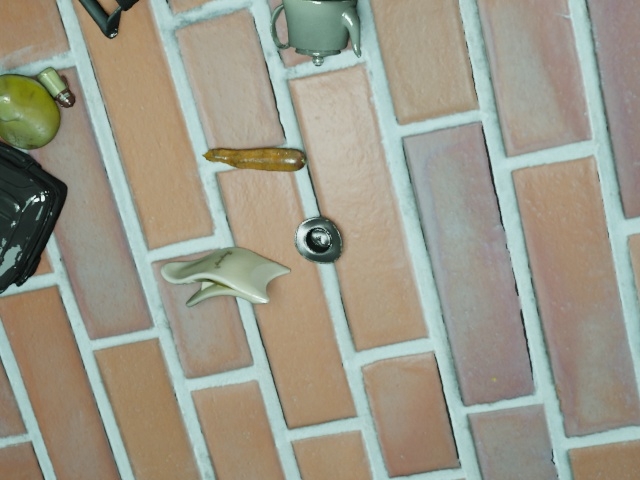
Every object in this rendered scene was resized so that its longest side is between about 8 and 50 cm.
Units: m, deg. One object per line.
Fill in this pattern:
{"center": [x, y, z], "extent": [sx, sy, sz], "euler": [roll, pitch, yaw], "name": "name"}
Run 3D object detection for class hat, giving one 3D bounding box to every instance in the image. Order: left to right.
{"center": [0.000, 0.000, 1.745], "extent": [0.121, 0.050, 0.121], "euler": [2, 100, 11], "name": "hat"}

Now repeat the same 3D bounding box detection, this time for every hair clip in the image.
{"center": [-0.235, 0.084, 1.751], "extent": [0.282, 0.172, 0.113], "euler": [-11, 110, 22], "name": "hair clip"}

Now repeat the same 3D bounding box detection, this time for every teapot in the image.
{"center": [-0.011, -0.452, 1.603], "extent": [0.239, 0.162, 0.148], "euler": [16, 119, 29], "name": "teapot"}

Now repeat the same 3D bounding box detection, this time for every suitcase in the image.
{"center": [-0.817, -0.079, 1.784], "extent": [0.345, 0.188, 0.339], "euler": [28, 100, 2], "name": "suitcase"}

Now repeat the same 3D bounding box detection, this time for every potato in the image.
{"center": [-0.691, -0.302, 1.702], "extent": [0.157, 0.194, 0.157], "euler": [-3, 71, 8], "name": "potato"}

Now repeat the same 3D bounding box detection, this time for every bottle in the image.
{"center": [-0.620, -0.357, 1.753], "extent": [0.101, 0.047, 0.063], "euler": [51, 148, -10], "name": "bottle"}

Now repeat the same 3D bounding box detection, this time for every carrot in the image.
{"center": [-0.153, -0.190, 1.721], "extent": [0.248, 0.059, 0.059], "euler": [4, 103, 11], "name": "carrot"}

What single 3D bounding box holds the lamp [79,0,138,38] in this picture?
{"center": [-0.390, -0.630, 1.567], "extent": [0.272, 0.374, 0.205], "euler": [-36, 90, -18], "name": "lamp"}
